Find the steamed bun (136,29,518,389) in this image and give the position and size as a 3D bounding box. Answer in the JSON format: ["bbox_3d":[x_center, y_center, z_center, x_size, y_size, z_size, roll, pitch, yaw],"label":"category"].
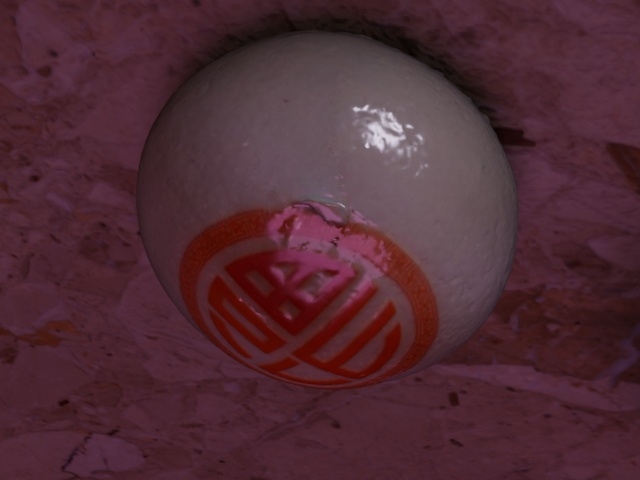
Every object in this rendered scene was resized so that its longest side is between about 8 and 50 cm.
[{"bbox_3d":[0.000,0.000,0.664,0.283,0.177,0.283,7,135,7],"label":"steamed bun"}]
